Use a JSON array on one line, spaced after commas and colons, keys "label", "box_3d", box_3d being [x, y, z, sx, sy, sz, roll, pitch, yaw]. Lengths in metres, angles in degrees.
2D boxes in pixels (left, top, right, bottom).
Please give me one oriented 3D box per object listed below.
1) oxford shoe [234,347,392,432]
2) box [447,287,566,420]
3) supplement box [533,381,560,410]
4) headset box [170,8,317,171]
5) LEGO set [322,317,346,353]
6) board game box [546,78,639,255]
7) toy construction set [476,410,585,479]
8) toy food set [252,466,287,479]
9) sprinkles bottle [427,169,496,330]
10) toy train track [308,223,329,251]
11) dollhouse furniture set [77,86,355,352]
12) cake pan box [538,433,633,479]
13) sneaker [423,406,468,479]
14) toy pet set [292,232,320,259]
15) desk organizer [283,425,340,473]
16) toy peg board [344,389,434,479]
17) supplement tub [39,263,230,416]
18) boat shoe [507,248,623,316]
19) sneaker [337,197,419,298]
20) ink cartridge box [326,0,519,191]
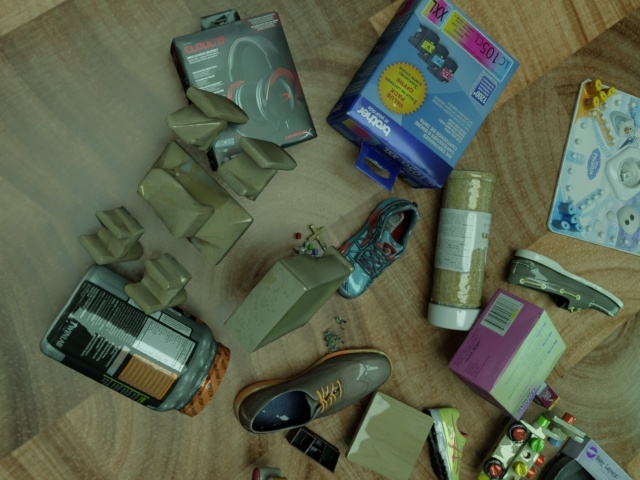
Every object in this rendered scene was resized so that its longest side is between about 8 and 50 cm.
[{"label": "oxford shoe", "box_3d": [0.003, 0.333, 1.338, 0.364, 0.133, 0.129, -19, 98, -15]}, {"label": "box", "box_3d": [0.426, 0.260, 1.413, 0.213, 0.117, 0.243, -55, 138, -7]}, {"label": "supplement box", "box_3d": [0.539, 0.371, 1.542, 0.043, 0.055, 0.083, -45, 103, -10]}, {"label": "headset box", "box_3d": [-0.160, -0.311, 1.261, 0.218, 0.110, 0.293, -20, 99, -14]}, {"label": "LEGO set", "box_3d": [0.031, 0.213, 1.401, 0.054, 0.023, 0.083, 43, 68, -17]}, {"label": "board game box", "box_3d": [0.790, -0.170, 1.587, 0.390, 0.050, 0.389, 14, 89, -17]}, {"label": "toy construction set", "box_3d": [0.500, 0.540, 1.488, 0.215, 0.151, 0.327, 32, 79, 3]}, {"label": "toy food set", "box_3d": [-0.148, 0.559, 1.310, 0.105, 0.111, 0.232, 8, 122, -17]}, {"label": "sprinkles bottle", "box_3d": [0.320, 0.021, 1.421, 0.121, 0.121, 0.354, 5, 92, -17]}, {"label": "toy train track", "box_3d": [0.000, 0.000, 1.380, 0.048, 0.014, 0.083, -38, 109, -19]}, {"label": "dollhouse furniture set", "box_3d": [-0.161, -0.012, 1.172, 0.394, 0.256, 0.362, 44, 107, 12]}, {"label": "cake pan box", "box_3d": [0.670, 0.657, 1.595, 0.267, 0.070, 0.245, 45, 79, -14]}, {"label": "sneaker", "box_3d": [0.309, 0.488, 1.468, 0.094, 0.081, 0.208, -13, 96, -18]}, {"label": "toy pet set", "box_3d": [-0.013, 0.054, 1.329, 0.065, 0.122, 0.114, 6, 107, -22]}, {"label": "desk organizer", "box_3d": [-0.014, 0.457, 1.384, 0.130, 0.050, 0.047, 38, 82, -15]}, {"label": "toy peg board", "box_3d": [0.145, 0.438, 1.420, 0.161, 0.079, 0.160, 29, 80, -17]}, {"label": "supplement tub", "box_3d": [-0.344, 0.198, 1.195, 0.316, 0.194, 0.193, 34, 84, -16]}, {"label": "boat shoe", "box_3d": [0.591, 0.121, 1.518, 0.305, 0.109, 0.091, 26, 86, -11]}, {"label": "sneaker", "box_3d": [0.121, 0.013, 1.358, 0.104, 0.125, 0.261, 35, 83, -15]}, {"label": "ink cartridge box", "box_3d": [0.204, -0.294, 1.355, 0.270, 0.151, 0.395, 34, 85, -16]}]
